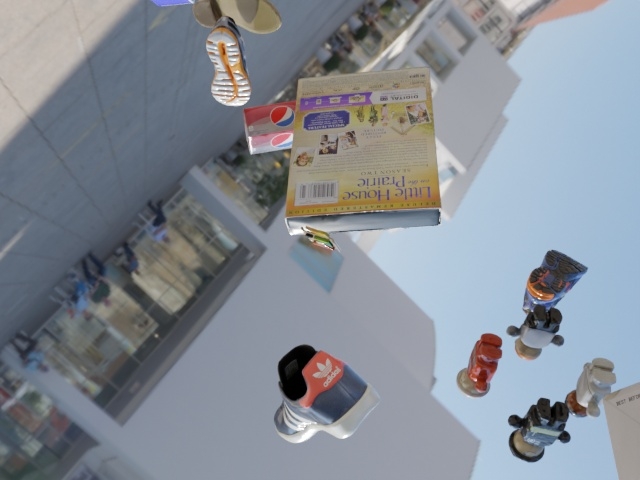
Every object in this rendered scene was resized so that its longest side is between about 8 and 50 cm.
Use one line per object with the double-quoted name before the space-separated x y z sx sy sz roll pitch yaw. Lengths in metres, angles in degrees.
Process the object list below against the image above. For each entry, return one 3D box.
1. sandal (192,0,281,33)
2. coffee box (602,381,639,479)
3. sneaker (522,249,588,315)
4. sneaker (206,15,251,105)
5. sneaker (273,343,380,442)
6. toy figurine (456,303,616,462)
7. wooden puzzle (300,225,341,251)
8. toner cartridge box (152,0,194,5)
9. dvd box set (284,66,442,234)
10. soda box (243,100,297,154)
"sandal" -0.160 -0.495 1.410 0.240 0.088 0.079 13 -133 34
"coffee box" 0.452 0.207 0.643 0.168 0.297 0.119 -47 -146 50
"sneaker" 0.445 0.083 1.299 0.221 0.083 0.087 -21 139 -45
"sneaker" -0.185 -0.366 1.388 0.215 0.084 0.083 94 -1 -56
"sneaker" -0.027 0.261 1.183 0.131 0.148 0.350 -44 -177 -30
"toy figurine" 0.361 0.238 1.129 0.209 0.213 0.148 -25 145 -27
"wooden puzzle" 0.000 0.000 1.250 0.014 0.078 0.116 -65 153 -10
"toner cartridge box" -0.290 -0.490 0.935 0.348 0.075 0.165 24 73 -64
"dvd box set" 0.092 -0.200 1.416 0.307 0.062 0.421 -4 -128 8
"soda box" -0.054 -0.288 1.645 0.263 0.084 0.092 -11 158 -8
